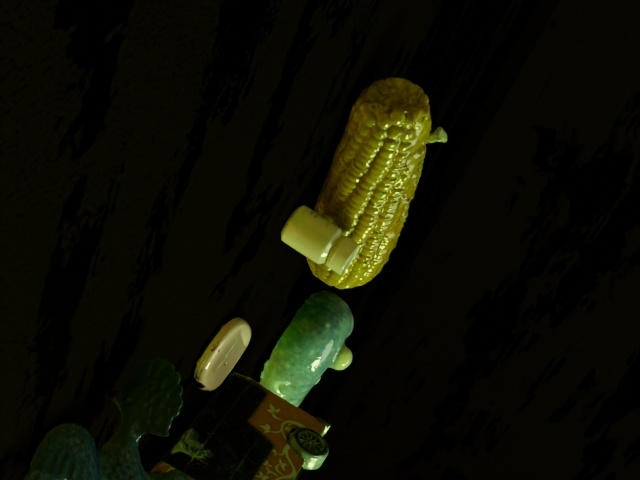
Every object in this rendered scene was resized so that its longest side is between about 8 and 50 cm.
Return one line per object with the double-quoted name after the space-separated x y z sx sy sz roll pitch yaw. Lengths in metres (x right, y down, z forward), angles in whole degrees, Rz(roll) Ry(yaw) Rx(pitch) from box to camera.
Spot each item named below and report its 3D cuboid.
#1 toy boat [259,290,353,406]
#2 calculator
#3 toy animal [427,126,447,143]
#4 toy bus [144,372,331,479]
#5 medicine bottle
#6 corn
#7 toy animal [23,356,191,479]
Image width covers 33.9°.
-0.009 0.212 1.882 0.215 0.123 0.330 -51 171 -26 "toy boat"
-0.123 0.145 1.328 0.103 0.024 0.166 -56 170 -10 "calculator"
0.097 -0.104 1.482 0.136 0.073 0.181 -23 -146 58 "toy animal"
-0.129 0.338 1.427 0.162 0.194 0.323 -61 174 28 "toy bus"
0.000 0.000 1.274 0.052 0.089 0.052 -55 171 -13 "medicine bottle"
0.058 -0.057 1.307 0.120 0.120 0.363 -51 169 -34 "corn"
-0.185 0.232 0.913 0.176 0.255 0.239 -36 138 21 "toy animal"
